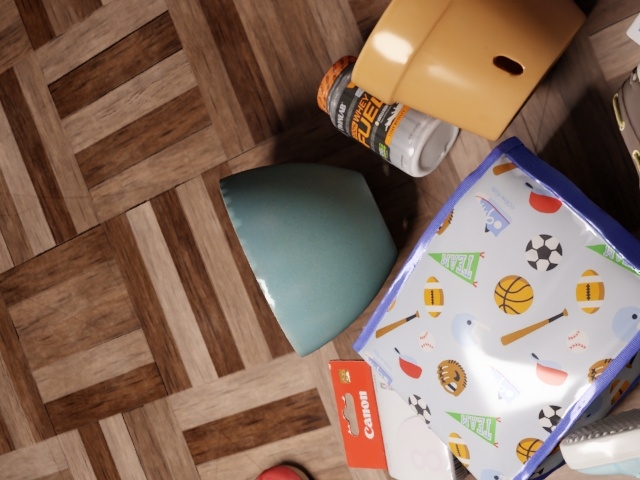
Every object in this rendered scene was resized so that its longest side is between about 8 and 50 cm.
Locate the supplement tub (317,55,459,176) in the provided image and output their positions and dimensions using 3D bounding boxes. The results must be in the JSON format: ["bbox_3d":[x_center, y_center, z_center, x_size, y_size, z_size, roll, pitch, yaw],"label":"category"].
[{"bbox_3d":[0.095,-0.183,1.902,0.190,0.117,0.117,34,120,25],"label":"supplement tub"}]

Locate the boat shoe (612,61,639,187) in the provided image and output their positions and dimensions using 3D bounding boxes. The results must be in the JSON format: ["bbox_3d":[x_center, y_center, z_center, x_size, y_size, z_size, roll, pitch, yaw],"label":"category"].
[{"bbox_3d":[0.445,-0.079,1.630,0.097,0.117,0.324,-48,48,51],"label":"boat shoe"}]

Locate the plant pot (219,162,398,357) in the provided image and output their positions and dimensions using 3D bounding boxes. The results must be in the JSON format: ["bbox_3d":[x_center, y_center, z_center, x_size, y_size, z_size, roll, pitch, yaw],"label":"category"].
[{"bbox_3d":[0.000,0.000,1.951,0.195,0.290,0.290,-25,85,3],"label":"plant pot"}]

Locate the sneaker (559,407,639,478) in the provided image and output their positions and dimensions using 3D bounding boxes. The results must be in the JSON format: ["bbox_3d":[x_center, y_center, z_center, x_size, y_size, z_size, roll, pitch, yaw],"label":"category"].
[{"bbox_3d":[0.474,0.270,1.579,0.366,0.135,0.150,-10,91,21],"label":"sneaker"}]

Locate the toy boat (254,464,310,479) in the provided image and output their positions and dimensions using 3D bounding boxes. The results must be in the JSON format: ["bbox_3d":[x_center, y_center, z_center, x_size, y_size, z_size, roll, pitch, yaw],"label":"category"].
[{"bbox_3d":[-0.057,0.492,2.169,0.231,0.151,0.151,49,126,16],"label":"toy boat"}]

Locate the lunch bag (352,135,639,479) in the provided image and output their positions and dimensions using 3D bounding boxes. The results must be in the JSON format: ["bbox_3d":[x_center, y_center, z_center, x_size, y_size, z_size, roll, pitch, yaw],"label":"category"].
[{"bbox_3d":[0.280,0.097,1.767,0.328,0.239,0.385,44,131,21],"label":"lunch bag"}]

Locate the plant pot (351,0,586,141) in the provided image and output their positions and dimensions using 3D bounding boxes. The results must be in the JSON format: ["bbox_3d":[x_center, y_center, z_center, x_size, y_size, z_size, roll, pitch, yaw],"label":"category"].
[{"bbox_3d":[0.206,-0.267,1.716,0.203,0.291,0.291,36,122,5],"label":"plant pot"}]

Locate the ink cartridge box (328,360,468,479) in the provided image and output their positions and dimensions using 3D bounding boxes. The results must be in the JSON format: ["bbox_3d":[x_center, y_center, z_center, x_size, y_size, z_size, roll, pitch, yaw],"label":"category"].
[{"bbox_3d":[0.108,0.281,2.055,0.232,0.066,0.189,-5,99,33],"label":"ink cartridge box"}]

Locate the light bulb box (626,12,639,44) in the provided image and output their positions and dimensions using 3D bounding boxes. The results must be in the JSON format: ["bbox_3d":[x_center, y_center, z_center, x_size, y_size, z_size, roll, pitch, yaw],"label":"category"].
[{"bbox_3d":[0.600,-0.273,1.436,0.361,0.225,0.358,42,123,19],"label":"light bulb box"}]
